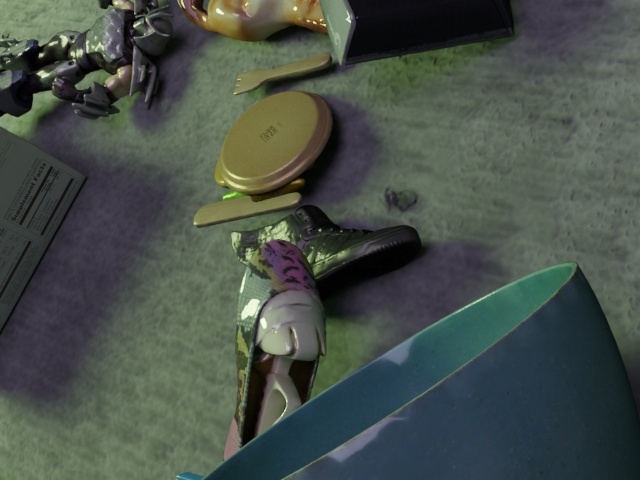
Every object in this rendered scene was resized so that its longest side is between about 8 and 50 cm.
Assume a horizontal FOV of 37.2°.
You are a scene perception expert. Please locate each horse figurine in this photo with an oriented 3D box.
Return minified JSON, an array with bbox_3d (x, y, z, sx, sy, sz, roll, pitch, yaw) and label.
[{"bbox_3d":[-0.048,-0.267,0.968,0.263,0.066,0.175,-5,75,24],"label":"horse figurine"}]

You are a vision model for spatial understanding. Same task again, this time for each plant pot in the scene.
[{"bbox_3d":[0.080,0.170,0.573,0.290,0.290,0.195,-33,87,17],"label":"plant pot"}]

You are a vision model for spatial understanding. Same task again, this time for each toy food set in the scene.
[{"bbox_3d":[-0.044,-0.090,0.908,0.132,0.038,0.192,-9,52,29],"label":"toy food set"}]

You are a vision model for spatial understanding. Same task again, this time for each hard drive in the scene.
[{"bbox_3d":[0.073,-0.282,0.867,0.172,0.054,0.255,-9,60,2],"label":"hard drive"}]

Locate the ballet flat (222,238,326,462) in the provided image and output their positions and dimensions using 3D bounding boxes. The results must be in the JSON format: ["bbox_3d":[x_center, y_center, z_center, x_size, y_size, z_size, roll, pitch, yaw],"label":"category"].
[{"bbox_3d":[-0.031,0.110,0.749,0.079,0.076,0.222,-177,96,-68],"label":"ballet flat"}]

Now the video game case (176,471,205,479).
[{"bbox_3d":[-0.066,0.271,0.721,0.119,0.015,0.166,6,95,36],"label":"video game case"}]

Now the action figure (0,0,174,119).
[{"bbox_3d":[-0.283,-0.211,1.090,0.285,0.099,0.185,-13,57,26],"label":"action figure"}]

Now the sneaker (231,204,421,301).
[{"bbox_3d":[0.002,0.001,0.821,0.170,0.051,0.089,-27,60,25],"label":"sneaker"}]

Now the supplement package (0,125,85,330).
[{"bbox_3d":[-0.430,-0.014,1.063,0.204,0.145,0.262,23,82,39],"label":"supplement package"}]
